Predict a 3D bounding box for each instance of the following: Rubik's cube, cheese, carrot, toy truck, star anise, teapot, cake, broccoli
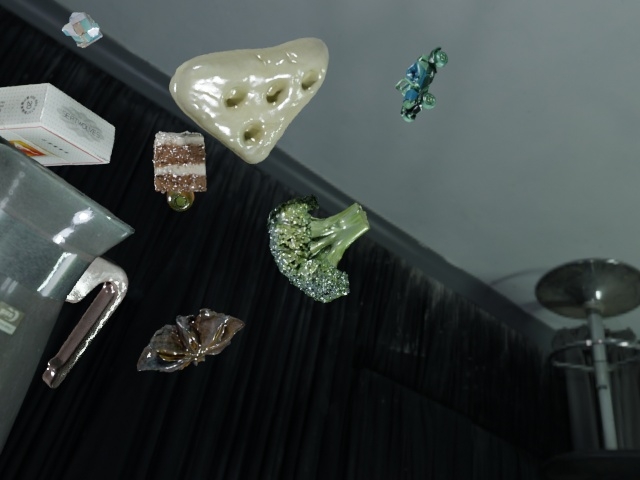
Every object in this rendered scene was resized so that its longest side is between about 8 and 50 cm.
[{"bbox_3d":[-0.596,-0.528,1.603,0.084,0.073,0.075,42,99,-11],"label":"Rubik's cube"},{"bbox_3d":[-0.171,-0.379,1.521,0.328,0.130,0.351,23,113,-45],"label":"cheese"},{"bbox_3d":[-0.432,-0.142,1.989,0.087,0.193,0.087,-3,104,-11],"label":"carrot"},{"bbox_3d":[0.192,-0.319,1.280,0.078,0.154,0.080,29,154,-18],"label":"toy truck"},{"bbox_3d":[-0.380,0.291,1.877,0.331,0.118,0.332,-21,155,-11],"label":"star anise"},{"bbox_3d":[-0.372,0.080,0.707,0.253,0.344,0.300,32,172,33],"label":"teapot"},{"bbox_3d":[-0.356,-0.202,1.633,0.135,0.134,0.147,-1,105,-15],"label":"cake"},{"bbox_3d":[-0.022,0.002,1.897,0.249,0.375,0.302,18,125,-38],"label":"broccoli"}]

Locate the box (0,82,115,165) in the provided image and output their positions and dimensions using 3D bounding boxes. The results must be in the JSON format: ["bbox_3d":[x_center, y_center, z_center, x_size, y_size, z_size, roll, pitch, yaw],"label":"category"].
[{"bbox_3d":[-0.640,-0.236,1.369,0.330,0.095,0.210,-1,165,20],"label":"box"}]
